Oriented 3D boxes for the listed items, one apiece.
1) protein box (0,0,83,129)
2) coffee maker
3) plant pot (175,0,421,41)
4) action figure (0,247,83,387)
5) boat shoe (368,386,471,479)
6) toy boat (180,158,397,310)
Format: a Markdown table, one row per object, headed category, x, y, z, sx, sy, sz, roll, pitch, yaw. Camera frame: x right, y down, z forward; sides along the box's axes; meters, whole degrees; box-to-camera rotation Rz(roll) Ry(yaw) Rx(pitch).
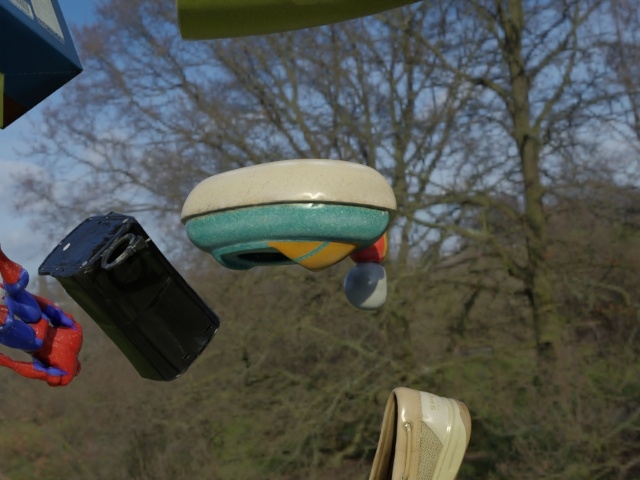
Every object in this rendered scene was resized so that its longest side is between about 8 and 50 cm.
| category | x | y | z | sx | sy | sz | roll | pitch | yaw |
| --- | --- | --- | --- | --- | --- | --- | --- | --- | --- |
| protein box | -0.419 | -0.282 | 0.986 | 0.136 | 0.201 | 0.200 | -33 | -30 | 10 |
| coffee maker | -0.203 | 0.070 | 0.922 | 0.120 | 0.178 | 0.171 | -41 | 29 | -9 |
| plant pot | -0.009 | -0.364 | 0.969 | 0.294 | 0.274 | 0.275 | 2 | -3 | -5 |
| action figure | -0.130 | 0.037 | 0.363 | 0.030 | 0.038 | 0.115 | -2 | -30 | 8 |
| boat shoe | 0.082 | 0.352 | 1.052 | 0.110 | 0.340 | 0.122 | 18 | -2 | -15 |
| toy boat | 0.000 | 0.000 | 1.042 | 0.268 | 0.148 | 0.318 | -7 | -15 | 32 |
